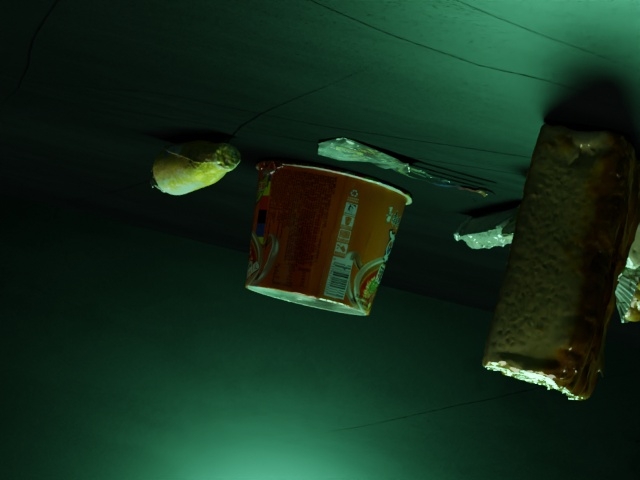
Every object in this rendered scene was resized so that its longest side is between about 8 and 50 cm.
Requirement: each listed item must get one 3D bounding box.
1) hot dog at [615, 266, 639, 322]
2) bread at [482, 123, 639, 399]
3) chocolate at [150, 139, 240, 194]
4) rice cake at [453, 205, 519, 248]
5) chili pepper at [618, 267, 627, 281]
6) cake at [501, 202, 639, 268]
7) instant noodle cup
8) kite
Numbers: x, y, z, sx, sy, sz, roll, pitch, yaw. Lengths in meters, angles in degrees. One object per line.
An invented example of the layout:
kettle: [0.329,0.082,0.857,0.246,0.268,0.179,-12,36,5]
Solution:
hot dog: [0.465,0.048,2.044,0.191,0.108,0.059,-23,-131,-37]
bread: [0.273,0.028,1.662,0.114,0.274,0.185,14,175,24]
chocolate: [-0.176,-0.115,2.258,0.086,0.085,0.219,16,169,-25]
rice cake: [0.264,-0.018,2.263,0.049,0.055,0.270,35,167,-11]
chili pepper: [0.489,0.084,2.155,0.257,0.074,0.100,38,152,-14]
cake: [0.303,-0.040,1.867,0.220,0.086,0.116,20,157,42]
instant noodle cup: [0.000,0.000,2.331,0.250,0.192,0.250,13,173,2]
kite: [0.113,-0.096,2.063,0.245,0.015,0.141,18,174,-12]
